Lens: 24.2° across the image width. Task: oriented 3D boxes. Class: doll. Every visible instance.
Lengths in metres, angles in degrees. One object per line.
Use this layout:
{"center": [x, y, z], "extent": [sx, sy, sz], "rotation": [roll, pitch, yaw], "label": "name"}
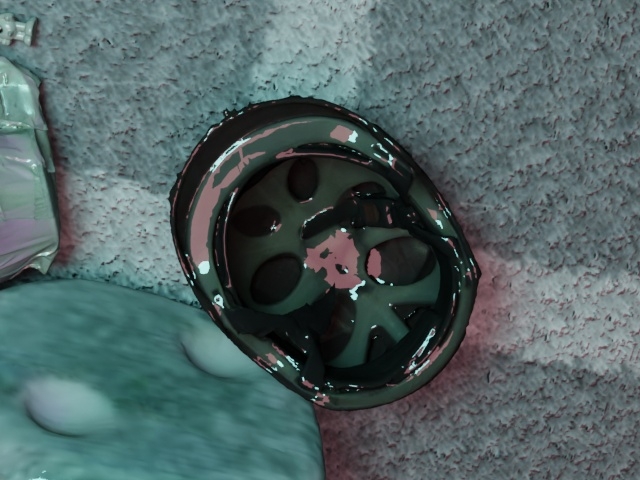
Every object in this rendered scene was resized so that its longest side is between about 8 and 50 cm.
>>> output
{"center": [-0.300, -0.197, 1.342], "extent": [0.085, 0.040, 0.058], "rotation": [-5, 123, 3], "label": "doll"}

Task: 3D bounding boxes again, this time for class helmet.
{"center": [0.000, 0.000, 1.358], "extent": [0.225, 0.177, 0.305], "rotation": [-37, 100, 3], "label": "helmet"}

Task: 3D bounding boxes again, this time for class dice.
{"center": [-0.207, 0.251, 1.332], "extent": [0.348, 0.330, 0.328], "rotation": [17, 115, -15], "label": "dice"}

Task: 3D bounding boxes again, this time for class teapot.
{"center": [-0.325, -0.054, 1.354], "extent": [0.178, 0.221, 0.163], "rotation": [-13, 152, -14], "label": "teapot"}
